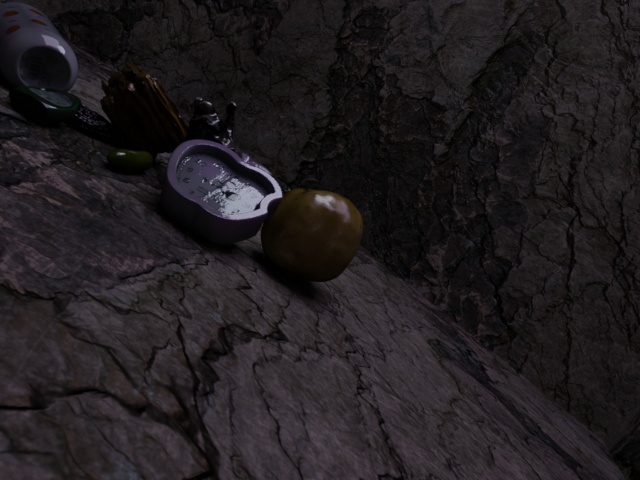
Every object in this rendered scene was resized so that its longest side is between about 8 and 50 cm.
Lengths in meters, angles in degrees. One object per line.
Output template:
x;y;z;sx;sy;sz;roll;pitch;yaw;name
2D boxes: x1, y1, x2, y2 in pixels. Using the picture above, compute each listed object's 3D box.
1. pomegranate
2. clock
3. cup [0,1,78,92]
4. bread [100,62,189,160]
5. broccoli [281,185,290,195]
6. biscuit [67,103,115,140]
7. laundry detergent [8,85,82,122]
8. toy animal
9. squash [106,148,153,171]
-0.024;-0.010;1.449;0.332;0.333;0.332;35;8;-6;pomegranate
-0.287;-0.146;1.300;0.338;0.102;0.339;18;41;-17;clock
-0.886;-0.575;1.385;0.317;0.212;0.212;44;11;36;cup
-0.650;-0.443;1.596;0.370;0.191;0.314;27;-25;43;bread
-0.170;-0.162;2.367;0.165;0.145;0.304;43;15;-28;broccoli
-0.749;-0.389;1.447;0.194;0.053;0.194;36;9;-7;biscuit
-0.752;-0.390;1.270;0.137;0.063;0.211;30;22;-6;laundry detergent
-0.374;-0.291;1.518;0.194;0.345;0.303;2;30;-4;toy animal
-0.558;-0.239;1.353;0.069;0.069;0.258;36;9;-4;squash
